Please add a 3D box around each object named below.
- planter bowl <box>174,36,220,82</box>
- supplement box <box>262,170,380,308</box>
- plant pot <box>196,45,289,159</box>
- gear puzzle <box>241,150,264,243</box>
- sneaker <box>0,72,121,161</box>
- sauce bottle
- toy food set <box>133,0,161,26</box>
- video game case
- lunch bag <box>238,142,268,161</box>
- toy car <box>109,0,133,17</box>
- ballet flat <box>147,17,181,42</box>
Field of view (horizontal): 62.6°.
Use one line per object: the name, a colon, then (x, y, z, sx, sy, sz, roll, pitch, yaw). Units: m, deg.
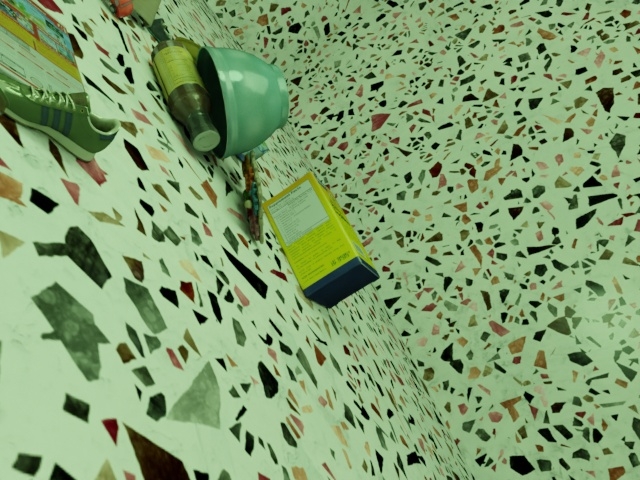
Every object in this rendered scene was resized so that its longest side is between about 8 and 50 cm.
planter bowl: (-0.369, -0.487, 1.558, 0.217, 0.090, 0.217, 34, -11, 8)
supplement box: (0.000, 0.000, 1.636, 0.356, 0.194, 0.195, 63, 12, 26)
plant pot: (-0.204, -0.381, 1.429, 0.293, 0.196, 0.292, 167, -90, -69)
gear puzzle: (-0.196, -0.148, 1.439, 0.338, 0.044, 0.175, -109, -162, -53)
sneaker: (-0.371, -0.191, 0.751, 0.192, 0.086, 0.064, 42, 19, -57)
sauce bottle: (-0.348, -0.375, 1.370, 0.344, 0.111, 0.111, 64, 12, 27)
toy food set: (-0.535, -0.772, 1.464, 0.093, 0.219, 0.306, 21, -1, 17)
video game case: (-0.469, -0.316, 0.842, 0.285, 0.025, 0.204, 63, 12, 27)
lunch bag: (-0.269, -0.368, 1.773, 0.219, 0.090, 0.176, 56, 11, -10)
toy car: (-0.546, -0.693, 1.303, 0.053, 0.238, 0.225, 21, 18, 31)
ballet flat: (-0.461, -0.621, 1.681, 0.203, 0.074, 0.074, 50, 12, -37)
